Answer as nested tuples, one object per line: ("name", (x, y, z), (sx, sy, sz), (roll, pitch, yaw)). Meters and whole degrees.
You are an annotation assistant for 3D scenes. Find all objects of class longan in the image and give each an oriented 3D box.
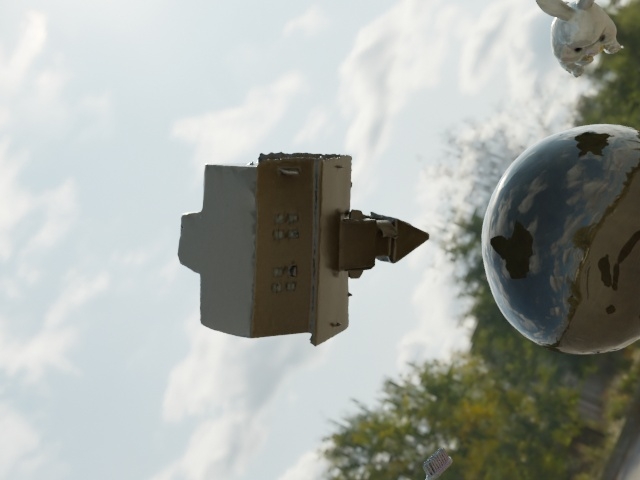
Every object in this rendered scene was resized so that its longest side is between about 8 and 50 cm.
("longan", (0.279, 0.001, 1.164), (0.248, 0.248, 0.248), (-57, -19, -31))

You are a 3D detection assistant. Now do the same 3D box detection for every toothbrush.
("toothbrush", (0.042, 0.199, 0.818), (0.167, 0.014, 0.011), (-36, 11, -38))

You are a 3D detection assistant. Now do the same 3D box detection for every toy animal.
("toy animal", (0.264, -0.215, 1.161), (0.124, 0.071, 0.085), (-6, -101, -75))

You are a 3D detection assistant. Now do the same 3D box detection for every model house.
("model house", (0.000, 0.000, 1.167), (0.248, 0.176, 0.180), (-2, -82, -33))
